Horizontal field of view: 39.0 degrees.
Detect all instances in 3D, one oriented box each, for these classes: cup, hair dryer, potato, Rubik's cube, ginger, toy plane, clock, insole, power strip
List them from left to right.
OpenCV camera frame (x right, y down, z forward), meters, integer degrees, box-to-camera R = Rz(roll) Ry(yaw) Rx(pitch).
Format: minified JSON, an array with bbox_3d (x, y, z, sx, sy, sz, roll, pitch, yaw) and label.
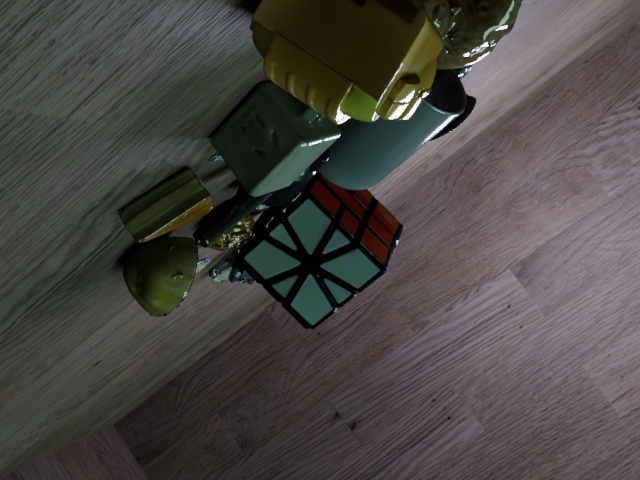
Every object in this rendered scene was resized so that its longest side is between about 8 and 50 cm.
[{"bbox_3d":[-0.365,0.066,1.959,0.117,0.182,0.202,21,153,-35],"label":"potato"},{"bbox_3d":[-0.188,0.041,2.575,0.204,0.102,0.316,5,152,-19],"label":"toy plane"},{"bbox_3d":[-0.128,-0.097,1.796,0.302,0.116,0.244,-45,-179,-24],"label":"hair dryer"},{"bbox_3d":[-0.063,-0.202,1.608,0.224,0.140,0.139,-42,169,33],"label":"power strip"},{"bbox_3d":[0.000,0.000,2.264,0.288,0.293,0.283,-38,-172,28],"label":"Rubik's cube"},{"bbox_3d":[0.059,-0.286,1.317,0.200,0.244,0.317,-55,169,19],"label":"clock"},{"bbox_3d":[0.121,-0.250,1.847,0.312,0.205,0.205,-41,170,36],"label":"cup"},{"bbox_3d":[0.232,-0.255,1.925,0.119,0.009,0.348,-55,-163,-9],"label":"insole"},{"bbox_3d":[0.237,-0.402,1.632,0.256,0.176,0.375,-19,177,13],"label":"ginger"}]

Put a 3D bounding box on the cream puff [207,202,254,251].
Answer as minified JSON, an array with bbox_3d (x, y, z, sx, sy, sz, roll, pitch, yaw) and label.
[{"bbox_3d":[-0.217,-0.025,2.116,0.133,0.104,0.119,-33,178,-14],"label":"cream puff"}]

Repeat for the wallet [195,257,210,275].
[{"bbox_3d":[-0.380,0.099,2.409,0.103,0.020,0.196,-40,170,28],"label":"wallet"}]

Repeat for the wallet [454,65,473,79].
[{"bbox_3d":[0.186,-0.326,2.149,0.342,0.075,0.237,-33,178,-31],"label":"wallet"}]

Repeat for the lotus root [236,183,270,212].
[{"bbox_3d":[-0.122,-0.119,2.020,0.179,0.081,0.089,-36,132,-31],"label":"lotus root"}]

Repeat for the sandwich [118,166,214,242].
[{"bbox_3d":[-0.290,-0.054,1.718,0.163,0.079,0.113,-35,171,-9],"label":"sandwich"}]

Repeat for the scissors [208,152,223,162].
[{"bbox_3d":[-0.193,-0.161,1.767,0.036,0.006,0.083,-39,171,11],"label":"scissors"}]
